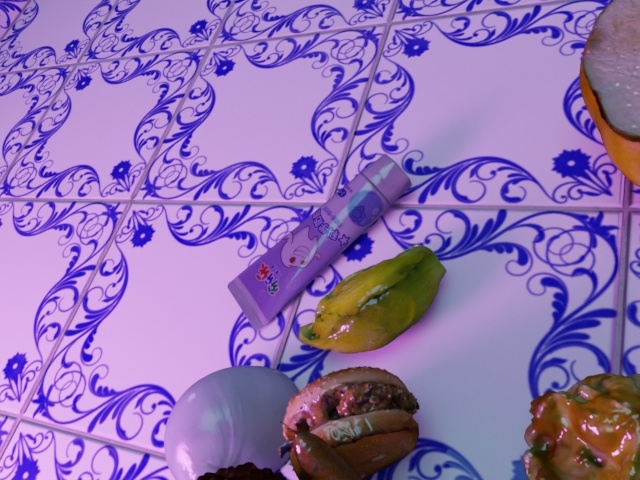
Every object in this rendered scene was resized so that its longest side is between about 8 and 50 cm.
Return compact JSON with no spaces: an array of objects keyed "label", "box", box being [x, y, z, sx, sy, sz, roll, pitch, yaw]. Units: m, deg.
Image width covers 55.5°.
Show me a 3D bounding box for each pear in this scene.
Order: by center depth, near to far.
[{"label":"pear","box":[0.548,-0.208,0.860,0.340,0.191,0.386,25,71,32]}]

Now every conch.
[{"label":"conch","box":[-0.130,0.279,0.912,0.185,0.121,0.221,41,74,10]}]

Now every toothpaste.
[{"label":"toothpaste","box":[0.000,0.000,1.070,0.371,0.080,0.125,-42,53,4]}]

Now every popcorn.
[{"label":"popcorn","box":[0.327,0.253,0.649,0.204,0.184,0.221,-19,47,49]}]

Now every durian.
[{"label":"durian","box":[0.081,0.101,0.935,0.250,0.101,0.139,-37,14,-2]}]

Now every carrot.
[{"label":"carrot","box":[0.046,0.314,0.700,0.078,0.298,0.078,-34,9,6]}]

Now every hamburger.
[{"label":"hamburger","box":[0.039,0.238,0.796,0.182,0.191,0.118,-12,56,-19]}]

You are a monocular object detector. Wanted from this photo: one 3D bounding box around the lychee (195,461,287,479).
[{"label":"lychee","box":[-0.084,0.410,0.687,0.264,0.264,0.300,-12,59,18]}]
